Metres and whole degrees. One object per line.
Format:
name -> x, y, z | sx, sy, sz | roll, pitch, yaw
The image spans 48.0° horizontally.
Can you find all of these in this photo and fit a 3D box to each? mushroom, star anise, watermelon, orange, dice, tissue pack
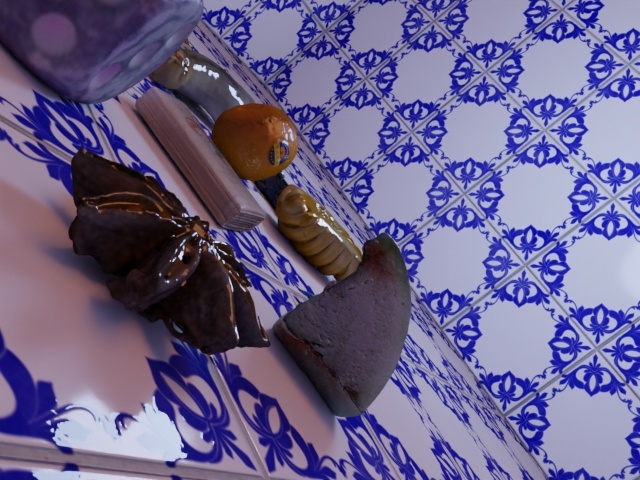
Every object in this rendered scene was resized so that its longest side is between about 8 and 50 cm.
mushroom -> -0.320, -0.416, 1.958 | 0.397, 0.126, 0.177 | 37, 43, -51
star anise -> -0.190, 0.023, 0.883 | 0.332, 0.117, 0.331 | 44, 3, -3
watermelon -> 0.009, 0.130, 1.250 | 0.214, 0.319, 0.290 | 14, -4, -32
orange -> -0.165, -0.247, 1.799 | 0.219, 0.219, 0.193 | -120, -152, -46
dice -> -0.373, -0.403, 1.169 | 0.270, 0.271, 0.270 | 51, 9, -5
tissue pack -> -0.246, -0.165, 1.496 | 0.325, 0.071, 0.170 | 53, 7, 12

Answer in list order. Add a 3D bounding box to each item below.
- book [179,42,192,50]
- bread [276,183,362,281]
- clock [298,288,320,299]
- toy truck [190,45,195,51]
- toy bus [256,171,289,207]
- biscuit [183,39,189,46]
book -> -0.435, -0.538, 2.012 | 0.232, 0.022, 0.162 | 20, 39, -48
bread -> 0.000, 0.000, 1.895 | 0.311, 0.121, 0.172 | 45, 14, -32
clock -> 0.007, 0.158, 1.536 | 0.147, 0.045, 0.108 | 56, 9, 34
toy truck -> -0.450, -0.600, 2.293 | 0.074, 0.063, 0.136 | 29, 16, -12
toy bus -> -0.106, -0.118, 2.024 | 0.236, 0.079, 0.094 | 54, -7, 18
biscuit -> -0.422, -0.534, 2.133 | 0.333, 0.047, 0.202 | 60, 19, 19
